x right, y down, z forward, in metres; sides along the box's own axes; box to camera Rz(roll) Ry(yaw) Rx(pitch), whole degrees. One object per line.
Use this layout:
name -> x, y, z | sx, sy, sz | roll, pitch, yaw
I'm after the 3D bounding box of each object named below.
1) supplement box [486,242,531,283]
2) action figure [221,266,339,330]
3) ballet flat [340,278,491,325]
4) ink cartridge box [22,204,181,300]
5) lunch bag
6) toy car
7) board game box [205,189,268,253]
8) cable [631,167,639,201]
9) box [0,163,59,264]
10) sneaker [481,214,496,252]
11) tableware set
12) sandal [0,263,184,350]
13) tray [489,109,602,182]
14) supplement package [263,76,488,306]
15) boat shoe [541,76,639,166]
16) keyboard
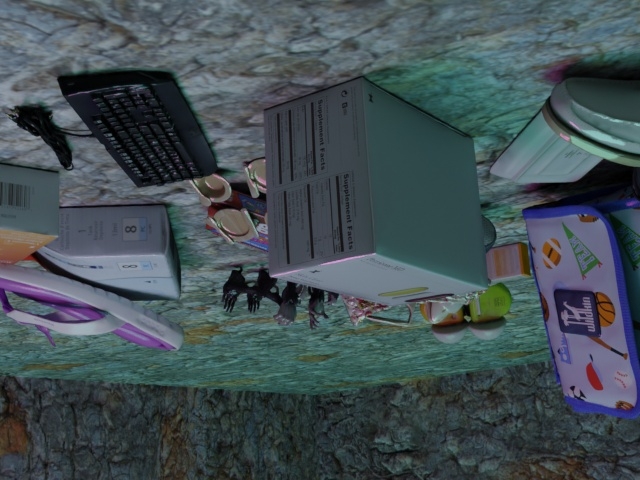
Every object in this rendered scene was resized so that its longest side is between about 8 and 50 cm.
supplement box -> 0.340, 0.045, 1.858 | 0.098, 0.062, 0.036 | -12, 164, 33
action figure -> -0.037, 0.096, 1.826 | 0.276, 0.140, 0.164 | -9, 163, 34
ballet flat -> 0.152, 0.097, 1.577 | 0.241, 0.077, 0.091 | -3, 174, 1
ink cartridge box -> -0.426, 0.033, 1.594 | 0.385, 0.091, 0.308 | -3, 165, -5
lunch bag -> 0.498, 0.073, 1.416 | 0.386, 0.327, 0.239 | -10, -174, 32
toy car -> 0.293, 0.113, 1.998 | 0.182, 0.159, 0.136 | -7, -161, 12
board game box -> -0.031, 0.000, 1.463 | 0.281, 0.027, 0.145 | 20, 158, -2
cable -> 0.482, -0.088, 1.242 | 0.185, 0.150, 0.047 | -26, -166, 35
box -> -0.442, -0.034, 1.331 | 0.130, 0.091, 0.170 | 7, 162, -35
sneaker -> 0.165, -0.018, 1.497 | 0.283, 0.110, 0.122 | 5, 160, -29
tableware set -> -0.097, -0.051, 1.362 | 0.169, 0.020, 0.141 | -7, 132, 25
sandal -> -0.408, 0.128, 1.633 | 0.416, 0.102, 0.169 | 23, 161, -31
tray -> 0.326, -0.123, 1.284 | 0.145, 0.030, 0.270 | -2, 165, -8
supplement package -> 0.071, -0.044, 1.183 | 0.145, 0.204, 0.262 | -14, 161, 34
boat shoe -> 0.397, -0.144, 1.099 | 0.302, 0.113, 0.103 | 7, 137, -16
keyboard -> -0.242, -0.119, 1.174 | 0.202, 0.033, 0.317 | -4, 164, 3
